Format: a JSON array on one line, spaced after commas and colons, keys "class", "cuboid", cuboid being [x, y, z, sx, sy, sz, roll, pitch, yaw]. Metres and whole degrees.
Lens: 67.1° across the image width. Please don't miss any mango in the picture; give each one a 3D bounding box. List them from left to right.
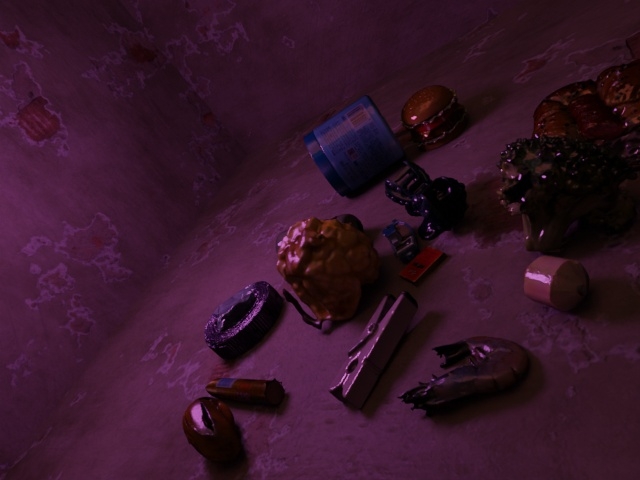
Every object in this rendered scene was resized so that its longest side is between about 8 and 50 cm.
[{"class": "mango", "cuboid": [-0.313, 0.556, 1.413, 0.156, 0.151, 0.249, -7, 14, -37]}]

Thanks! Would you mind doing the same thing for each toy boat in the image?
[{"class": "toy boat", "cuboid": [0.262, -0.017, 1.599, 0.088, 0.102, 0.215, -35, 22, 16]}]

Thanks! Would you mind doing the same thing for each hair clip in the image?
[{"class": "hair clip", "cuboid": [0.143, 0.283, 1.295, 0.330, 0.085, 0.101, -53, 26, -22]}, {"class": "hair clip", "cuboid": [0.348, -0.129, 1.560, 0.194, 0.206, 0.310, -45, 30, 1]}]

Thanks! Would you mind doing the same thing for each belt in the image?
[{"class": "belt", "cuboid": [-0.297, 0.294, 1.846, 0.325, 0.122, 0.260, -44, 30, -11]}]

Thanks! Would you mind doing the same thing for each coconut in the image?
[{"class": "coconut", "cuboid": [0.521, 0.093, 1.052, 0.116, 0.116, 0.122, -46, 26, -12]}]

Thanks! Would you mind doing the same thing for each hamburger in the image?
[{"class": "hamburger", "cuboid": [0.470, -0.539, 2.052, 0.275, 0.212, 0.274, -32, 26, 18]}]

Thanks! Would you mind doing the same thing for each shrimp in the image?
[{"class": "shrimp", "cuboid": [0.312, 0.284, 1.086, 0.289, 0.075, 0.178, -30, 19, 21]}]

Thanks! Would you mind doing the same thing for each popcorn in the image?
[{"class": "popcorn", "cuboid": [0.016, 0.095, 1.579, 0.349, 0.349, 0.381, 3, 74, 56]}]

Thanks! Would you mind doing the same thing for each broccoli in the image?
[{"class": "broccoli", "cuboid": [0.554, -0.111, 1.191, 0.348, 0.294, 0.280, -178, 91, -67]}]

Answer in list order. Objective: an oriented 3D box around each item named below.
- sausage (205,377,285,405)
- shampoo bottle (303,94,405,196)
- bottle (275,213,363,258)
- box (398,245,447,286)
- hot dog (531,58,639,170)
[{"class": "sausage", "cuboid": [-0.262, 0.477, 1.546, 0.372, 0.082, 0.082, -14, 35, 44]}, {"class": "shampoo bottle", "cuboid": [0.155, -0.423, 2.156, 0.343, 0.331, 0.331, -33, 26, 13]}, {"class": "bottle", "cuboid": [0.002, -0.001, 1.878, 0.347, 0.168, 0.168, -18, 33, 31]}, {"class": "box", "cuboid": [0.312, 0.077, 1.478, 0.133, 0.023, 0.090, -43, 23, -7]}, {"class": "hot dog", "cuboid": [0.782, -0.352, 1.354, 0.368, 0.196, 0.365, -13, 33, 41]}]
